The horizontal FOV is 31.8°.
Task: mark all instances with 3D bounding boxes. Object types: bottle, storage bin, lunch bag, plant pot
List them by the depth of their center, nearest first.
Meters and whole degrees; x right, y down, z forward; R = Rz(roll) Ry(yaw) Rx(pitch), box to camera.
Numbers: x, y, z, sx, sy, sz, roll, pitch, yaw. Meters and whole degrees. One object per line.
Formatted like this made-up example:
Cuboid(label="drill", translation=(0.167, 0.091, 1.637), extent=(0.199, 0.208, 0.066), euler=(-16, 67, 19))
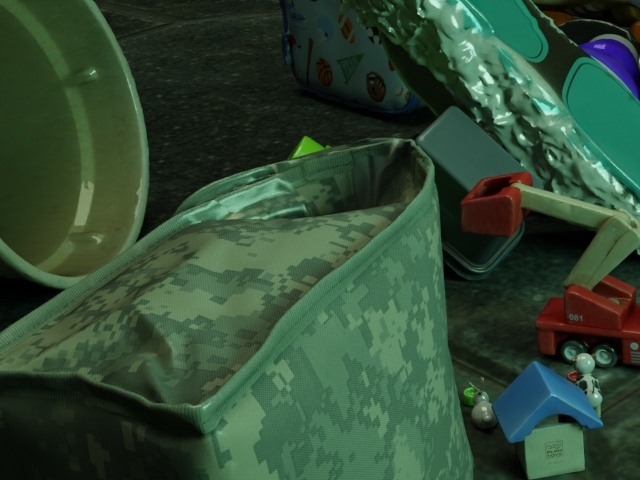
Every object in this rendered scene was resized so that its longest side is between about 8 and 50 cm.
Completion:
Cuboid(label="lunch bag", translation=(-0.016, 0.099, 0.599), extent=(0.168, 0.235, 0.287), euler=(4, 27, 32))
Cuboid(label="storage bin", translation=(0.117, -0.043, 0.956), extent=(0.135, 0.091, 0.098), euler=(43, 64, 7))
Cuboid(label="plant pot", translation=(-0.387, -0.093, 1.107), extent=(0.305, 0.334, 0.334), euler=(-11, 22, 23))
Cuboid(label="bottle", translation=(0.273, -0.138, 1.162), extent=(0.092, 0.118, 0.283), euler=(-43, 5, 37))
Cuboid(label="lunch bag", translation=(0.052, -0.298, 1.446), extent=(0.115, 0.243, 0.303), euler=(-24, 29, -30))

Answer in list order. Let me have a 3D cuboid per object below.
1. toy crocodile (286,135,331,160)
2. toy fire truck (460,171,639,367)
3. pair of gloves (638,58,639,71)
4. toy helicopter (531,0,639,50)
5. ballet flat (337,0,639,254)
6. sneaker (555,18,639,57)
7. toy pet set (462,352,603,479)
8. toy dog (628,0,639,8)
Cuboid(label="toy crocodile", translation=(0.000, 0.000, 0.991), extent=(0.115, 0.105, 0.340), euler=(32, 22, -10))
Cuboid(label="toy fire truck", translation=(0.203, 0.023, 0.815), extent=(0.192, 0.135, 0.047), euler=(5, 27, 28))
Cuboid(label="pair of gloves", translation=(0.365, -0.197, 1.362), extent=(0.240, 0.042, 0.204), euler=(3, 27, 26))
Cuboid(label="toy helicopter", translation=(0.341, -0.334, 1.544), extent=(0.354, 0.140, 0.235), euler=(7, 4, 7))
Cuboid(label="ballet flat", translation=(0.171, -0.126, 0.981), extent=(0.147, 0.409, 0.147), euler=(-43, 3, 3))
Cuboid(label="sneaker", translation=(0.293, -0.232, 1.338), extent=(0.178, 0.072, 0.077), euler=(10, 20, 29))
Cuboid(label="toy pet set", translation=(0.132, 0.102, 0.751), extent=(0.122, 0.065, 0.114), euler=(-10, 24, -1))
Cuboid(label="toy dog", translation=(0.435, -0.200, 1.200), extent=(0.333, 0.161, 0.220), euler=(15, 25, -35))
